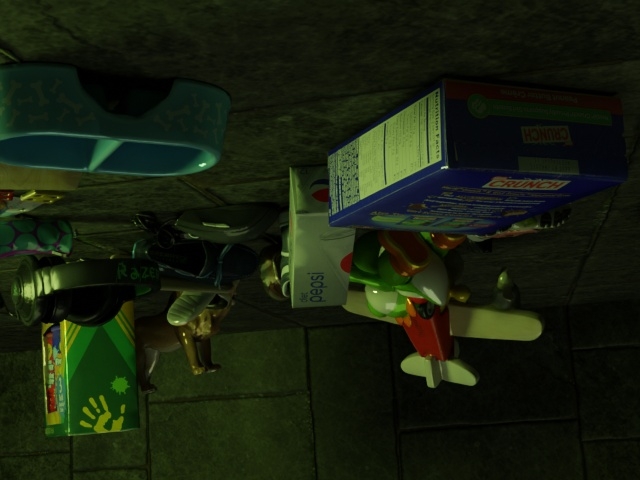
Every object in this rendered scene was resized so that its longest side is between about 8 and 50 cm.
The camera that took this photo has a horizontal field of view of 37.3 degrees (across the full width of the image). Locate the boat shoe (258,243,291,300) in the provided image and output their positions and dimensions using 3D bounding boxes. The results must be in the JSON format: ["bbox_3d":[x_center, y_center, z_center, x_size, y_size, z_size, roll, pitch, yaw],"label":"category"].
[{"bbox_3d":[-0.021,0.057,2.021,0.120,0.122,0.324,-14,174,23],"label":"boat shoe"}]

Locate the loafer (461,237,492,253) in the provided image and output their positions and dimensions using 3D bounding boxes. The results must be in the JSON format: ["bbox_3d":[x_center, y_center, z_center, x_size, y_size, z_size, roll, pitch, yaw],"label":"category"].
[{"bbox_3d":[0.311,0.000,1.951,0.061,0.062,0.170,-2,169,19],"label":"loafer"}]

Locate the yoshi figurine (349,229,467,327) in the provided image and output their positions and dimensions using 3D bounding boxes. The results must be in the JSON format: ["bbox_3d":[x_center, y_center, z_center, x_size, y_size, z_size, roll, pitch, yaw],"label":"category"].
[{"bbox_3d":[0.132,0.023,1.745,0.204,0.203,0.362,15,155,-4],"label":"yoshi figurine"}]

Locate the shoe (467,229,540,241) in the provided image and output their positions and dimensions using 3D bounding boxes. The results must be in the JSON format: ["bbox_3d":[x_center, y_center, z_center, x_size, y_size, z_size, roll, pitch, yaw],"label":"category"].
[{"bbox_3d":[0.346,-0.038,1.774,0.178,0.063,0.081,-1,169,-41],"label":"shoe"}]

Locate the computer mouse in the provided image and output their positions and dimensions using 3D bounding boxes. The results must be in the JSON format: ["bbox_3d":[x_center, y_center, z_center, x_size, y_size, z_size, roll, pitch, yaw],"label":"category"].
[{"bbox_3d":[-0.196,-0.013,1.709,0.262,0.060,0.184,-4,168,4],"label":"computer mouse"}]

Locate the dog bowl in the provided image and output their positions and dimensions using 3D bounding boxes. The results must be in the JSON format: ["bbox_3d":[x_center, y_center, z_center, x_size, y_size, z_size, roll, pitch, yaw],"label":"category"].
[{"bbox_3d":[-0.242,-0.128,1.070,0.297,0.074,0.166,2,168,-29],"label":"dog bowl"}]

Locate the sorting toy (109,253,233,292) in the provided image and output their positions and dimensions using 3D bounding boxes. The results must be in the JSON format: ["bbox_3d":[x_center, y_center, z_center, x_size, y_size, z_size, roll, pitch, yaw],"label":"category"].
[{"bbox_3d":[-0.313,0.076,1.977,0.193,0.038,0.208,5,-170,-40],"label":"sorting toy"}]

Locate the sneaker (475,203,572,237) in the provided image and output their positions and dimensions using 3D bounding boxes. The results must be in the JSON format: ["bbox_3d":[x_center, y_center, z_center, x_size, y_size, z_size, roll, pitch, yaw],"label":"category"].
[{"bbox_3d":[0.280,-0.053,1.570,0.279,0.107,0.118,4,176,-24],"label":"sneaker"}]

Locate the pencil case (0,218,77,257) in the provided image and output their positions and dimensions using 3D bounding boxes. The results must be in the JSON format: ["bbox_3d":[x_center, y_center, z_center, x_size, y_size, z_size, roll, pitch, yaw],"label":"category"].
[{"bbox_3d":[-0.499,0.000,1.623,0.152,0.070,0.064,-3,152,-30],"label":"pencil case"}]

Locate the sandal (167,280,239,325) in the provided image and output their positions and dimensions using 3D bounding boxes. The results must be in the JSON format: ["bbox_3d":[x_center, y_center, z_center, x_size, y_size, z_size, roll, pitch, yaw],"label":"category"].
[{"bbox_3d":[-0.248,0.126,2.050,0.102,0.076,0.265,-3,-152,26],"label":"sandal"}]

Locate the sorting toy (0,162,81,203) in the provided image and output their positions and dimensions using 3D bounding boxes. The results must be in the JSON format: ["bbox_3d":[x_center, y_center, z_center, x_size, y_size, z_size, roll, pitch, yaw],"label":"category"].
[{"bbox_3d":[-0.380,-0.102,1.228,0.132,0.046,0.274,0,168,-18],"label":"sorting toy"}]

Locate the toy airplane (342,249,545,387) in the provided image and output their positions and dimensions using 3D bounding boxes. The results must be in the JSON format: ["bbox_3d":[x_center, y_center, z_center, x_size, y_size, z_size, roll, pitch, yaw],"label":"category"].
[{"bbox_3d":[0.262,0.146,2.135,0.386,0.272,0.384,31,148,-6],"label":"toy airplane"}]

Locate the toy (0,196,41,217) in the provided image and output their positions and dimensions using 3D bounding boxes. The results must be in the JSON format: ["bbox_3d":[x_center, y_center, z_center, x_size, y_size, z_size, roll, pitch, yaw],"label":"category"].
[{"bbox_3d":[-0.566,-0.036,1.479,0.237,0.056,0.137,7,166,-43],"label":"toy"}]

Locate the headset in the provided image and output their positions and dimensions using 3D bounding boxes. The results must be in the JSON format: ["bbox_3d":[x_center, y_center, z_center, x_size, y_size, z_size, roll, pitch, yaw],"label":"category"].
[{"bbox_3d":[-0.488,0.070,1.785,0.394,0.185,0.243,-15,168,26],"label":"headset"}]

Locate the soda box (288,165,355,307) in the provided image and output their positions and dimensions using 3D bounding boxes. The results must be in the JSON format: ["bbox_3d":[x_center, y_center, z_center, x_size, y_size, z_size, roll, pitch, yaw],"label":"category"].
[{"bbox_3d":[0.000,0.000,1.513,0.098,0.091,0.286,-3,147,-5],"label":"soda box"}]

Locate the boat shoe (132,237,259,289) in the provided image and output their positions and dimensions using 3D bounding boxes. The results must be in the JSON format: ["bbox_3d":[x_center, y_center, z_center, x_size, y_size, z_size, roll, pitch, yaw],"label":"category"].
[{"bbox_3d":[-0.237,0.046,1.867,0.258,0.109,0.089,-1,180,-26],"label":"boat shoe"}]

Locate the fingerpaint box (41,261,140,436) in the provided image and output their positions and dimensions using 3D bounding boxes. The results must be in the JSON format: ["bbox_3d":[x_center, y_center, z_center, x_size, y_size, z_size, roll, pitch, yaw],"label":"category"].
[{"bbox_3d":[-0.552,0.266,2.210,0.163,0.371,0.445,-1,170,-23],"label":"fingerpaint box"}]

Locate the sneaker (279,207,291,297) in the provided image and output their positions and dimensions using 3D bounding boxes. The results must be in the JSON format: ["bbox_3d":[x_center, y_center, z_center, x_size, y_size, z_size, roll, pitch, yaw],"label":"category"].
[{"bbox_3d":[-0.009,0.037,1.784,0.099,0.153,0.282,-6,169,16],"label":"sneaker"}]

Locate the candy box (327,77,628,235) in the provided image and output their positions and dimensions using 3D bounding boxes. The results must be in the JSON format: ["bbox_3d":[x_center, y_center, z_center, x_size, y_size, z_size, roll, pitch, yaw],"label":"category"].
[{"bbox_3d":[0.193,-0.097,1.250,0.268,0.122,0.317,3,168,-26],"label":"candy box"}]

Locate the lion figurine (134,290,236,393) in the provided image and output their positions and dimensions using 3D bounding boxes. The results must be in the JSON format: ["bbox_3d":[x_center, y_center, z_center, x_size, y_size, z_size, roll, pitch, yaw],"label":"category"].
[{"bbox_3d":[-0.359,0.218,2.231,0.392,0.240,0.142,-21,170,24],"label":"lion figurine"}]
